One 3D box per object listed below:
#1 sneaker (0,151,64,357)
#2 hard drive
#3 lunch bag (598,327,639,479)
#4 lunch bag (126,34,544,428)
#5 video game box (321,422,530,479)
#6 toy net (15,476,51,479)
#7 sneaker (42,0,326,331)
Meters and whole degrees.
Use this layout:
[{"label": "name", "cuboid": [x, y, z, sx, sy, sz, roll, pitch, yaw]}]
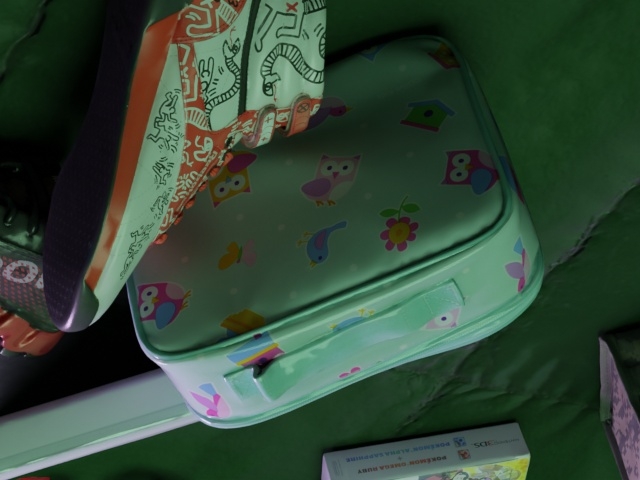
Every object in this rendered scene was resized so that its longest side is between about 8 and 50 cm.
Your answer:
[{"label": "sneaker", "cuboid": [-0.235, -0.020, 1.198, 0.135, 0.097, 0.276, -31, 140, 18]}, {"label": "hard drive", "cuboid": [-0.114, 0.121, 1.350, 0.353, 0.047, 0.233, -17, 176, 1]}, {"label": "lunch bag", "cuboid": [0.385, 0.200, 1.512, 0.235, 0.287, 0.169, -13, 141, -2]}, {"label": "lunch bag", "cuboid": [0.000, 0.000, 1.200, 0.279, 0.224, 0.108, -23, 139, 7]}, {"label": "video game box", "cuboid": [0.091, 0.257, 1.667, 0.187, 0.048, 0.205, -6, 140, -9]}, {"label": "toy net", "cuboid": [-0.214, 0.229, 1.538, 0.232, 0.045, 0.122, 0, 136, -20]}, {"label": "sneaker", "cuboid": [-0.081, -0.060, 1.145, 0.145, 0.090, 0.270, 8, 105, -32]}]
